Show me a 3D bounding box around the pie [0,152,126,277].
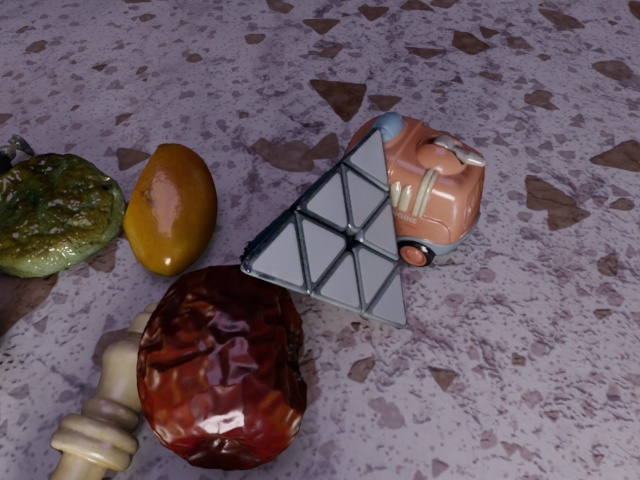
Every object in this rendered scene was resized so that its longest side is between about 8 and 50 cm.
[{"bbox_3d":[-0.501,-0.051,0.811,0.276,0.079,0.277,-1,54,1],"label":"pie"}]

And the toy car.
[{"bbox_3d":[0.144,-0.105,0.757,0.270,0.213,0.181,25,57,19],"label":"toy car"}]

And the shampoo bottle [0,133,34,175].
[{"bbox_3d":[-0.662,-0.131,0.888,0.057,0.064,0.208,10,54,21],"label":"shampoo bottle"}]

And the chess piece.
[{"bbox_3d":[-0.280,0.251,0.561,0.117,0.117,0.398,11,51,9],"label":"chess piece"}]

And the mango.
[{"bbox_3d":[-0.259,-0.054,0.780,0.153,0.126,0.253,6,59,-20],"label":"mango"}]

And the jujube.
[{"bbox_3d":[-0.119,0.153,0.567,0.212,0.213,0.232,-1,45,0],"label":"jujube"}]

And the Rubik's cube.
[{"bbox_3d":[-0.002,0.001,0.664,0.232,0.229,0.229,-9,51,-7],"label":"Rubik's cube"}]
